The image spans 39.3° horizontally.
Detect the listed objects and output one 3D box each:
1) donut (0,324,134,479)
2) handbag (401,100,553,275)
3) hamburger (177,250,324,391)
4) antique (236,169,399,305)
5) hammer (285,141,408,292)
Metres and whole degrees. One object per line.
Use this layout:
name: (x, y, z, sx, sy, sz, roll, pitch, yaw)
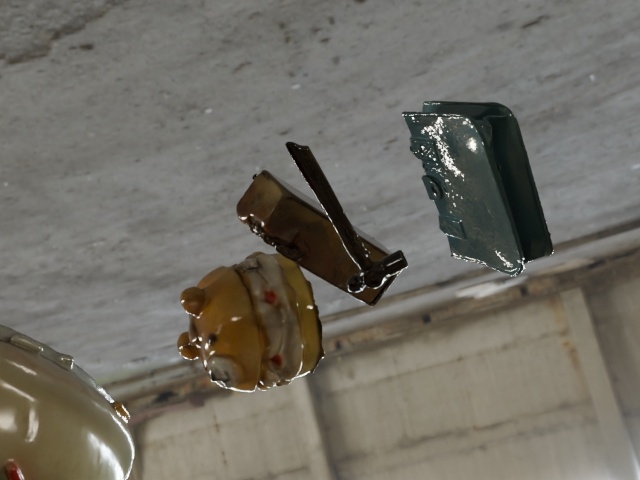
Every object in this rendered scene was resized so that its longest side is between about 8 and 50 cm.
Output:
donut: (-0.366, 0.209, 0.825, 0.383, 0.142, 0.382, 0, 140, 0)
handbag: (0.199, -0.071, 1.178, 0.062, 0.229, 0.179, -32, -155, -26)
hamburger: (-0.143, 0.158, 1.691, 0.237, 0.276, 0.276, -11, 169, -21)
antique: (0.000, 0.000, 1.432, 0.310, 0.087, 0.093, 31, 99, -43)
hammer: (0.019, -0.026, 0.835, 0.065, 0.178, 0.021, -25, -151, 12)
